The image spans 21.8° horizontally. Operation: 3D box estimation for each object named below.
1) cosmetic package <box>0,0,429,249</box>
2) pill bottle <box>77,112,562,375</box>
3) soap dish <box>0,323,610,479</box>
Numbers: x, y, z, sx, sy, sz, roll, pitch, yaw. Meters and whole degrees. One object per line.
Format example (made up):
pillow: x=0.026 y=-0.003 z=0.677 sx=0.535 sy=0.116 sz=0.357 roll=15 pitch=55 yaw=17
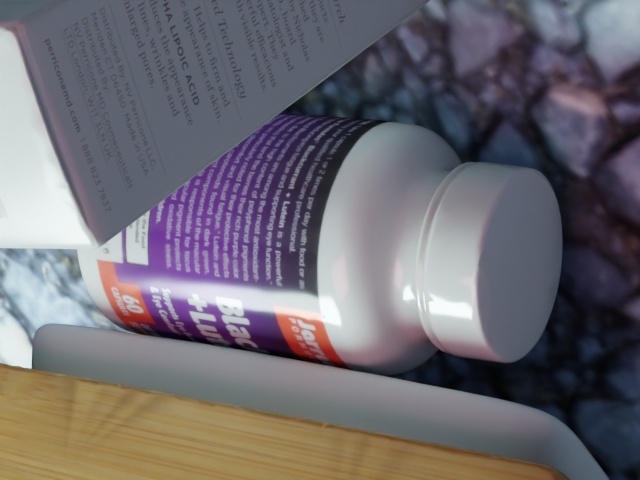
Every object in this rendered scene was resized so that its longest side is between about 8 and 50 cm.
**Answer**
cosmetic package: x=-0.067 y=-0.083 z=0.620 sx=0.117 sy=0.231 sz=0.085 roll=1 pitch=119 yaw=34
pill bottle: x=0.000 y=0.000 z=0.714 sx=0.193 sy=0.108 sz=0.108 roll=7 pitch=122 yaw=32
soap dish: x=0.000 y=0.146 z=0.748 sx=0.291 sy=0.118 sz=0.229 roll=7 pitch=154 yaw=30
